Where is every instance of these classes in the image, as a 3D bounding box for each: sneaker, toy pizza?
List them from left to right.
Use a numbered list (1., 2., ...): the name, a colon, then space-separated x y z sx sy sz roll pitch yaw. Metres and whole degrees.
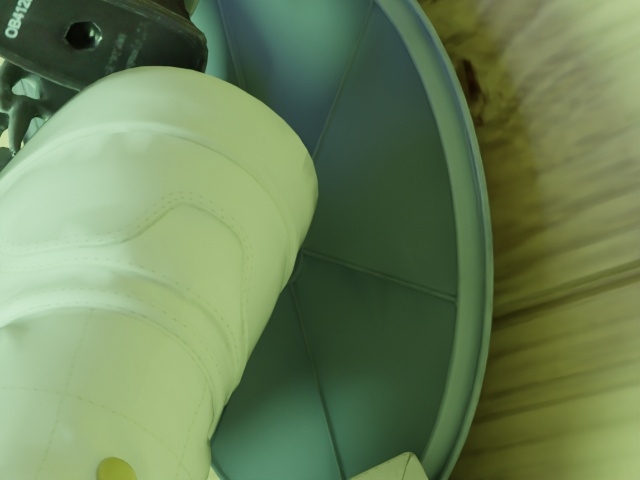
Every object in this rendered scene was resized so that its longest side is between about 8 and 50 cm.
1. sneaker: -0.118 0.090 0.549 0.292 0.108 0.169 -45 20 43
2. toy pizza: 0.000 0.000 0.631 0.201 0.032 0.201 12 104 56

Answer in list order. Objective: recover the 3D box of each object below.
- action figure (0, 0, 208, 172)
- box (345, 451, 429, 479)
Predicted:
1. action figure: -0.088 -0.127 0.656 0.285 0.099 0.185 -105 25 -47
2. box: -0.035 0.195 0.636 0.169 0.087 0.290 61 144 10
